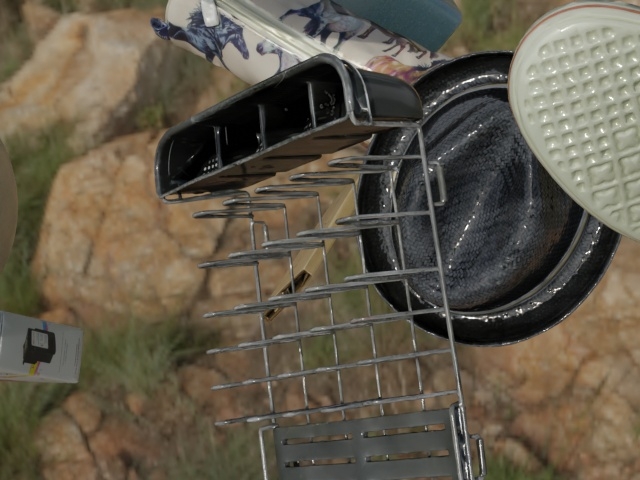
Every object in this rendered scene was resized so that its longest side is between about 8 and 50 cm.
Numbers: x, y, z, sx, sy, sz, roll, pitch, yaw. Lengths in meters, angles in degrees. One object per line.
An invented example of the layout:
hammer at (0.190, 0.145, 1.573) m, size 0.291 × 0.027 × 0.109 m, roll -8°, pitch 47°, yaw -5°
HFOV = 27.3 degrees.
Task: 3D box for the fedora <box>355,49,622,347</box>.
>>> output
fedora at (0.176, -0.040, 1.422) m, size 0.334 × 0.334 × 0.152 m, roll 5°, pitch 7°, yaw 12°

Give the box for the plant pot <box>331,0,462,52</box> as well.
plant pot at (0.018, -0.341, 1.943) m, size 0.252 × 0.247 × 0.248 m, roll 34°, pitch 19°, yaw -20°

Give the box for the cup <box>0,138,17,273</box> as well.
cup at (-0.454, -0.036, 1.327) m, size 0.331 × 0.331 × 0.237 m, roll -22°, pitch 9°, yaw -21°

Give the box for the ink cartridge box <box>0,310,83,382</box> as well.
ink cartridge box at (-0.397, 0.133, 1.634) m, size 0.127 × 0.175 × 0.072 m, roll -1°, pitch 79°, yaw 23°

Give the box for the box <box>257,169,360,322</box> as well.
box at (0.000, 0.000, 1.693) m, size 0.021 × 0.164 × 0.201 m, roll 35°, pitch 57°, yaw -4°

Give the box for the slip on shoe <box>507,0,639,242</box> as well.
slip on shoe at (0.233, -0.057, 0.781) m, size 0.331 × 0.123 × 0.101 m, roll 18°, pitch 29°, yaw -32°

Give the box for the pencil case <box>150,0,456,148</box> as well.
pencil case at (-0.005, -0.230, 1.639) m, size 0.410 × 0.160 × 0.183 m, roll 31°, pitch 17°, yaw 13°

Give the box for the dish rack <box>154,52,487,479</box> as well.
dish rack at (-0.003, 0.046, 0.768) m, size 0.074 × 0.271 × 0.208 m, roll -3°, pitch -9°, yaw -35°
